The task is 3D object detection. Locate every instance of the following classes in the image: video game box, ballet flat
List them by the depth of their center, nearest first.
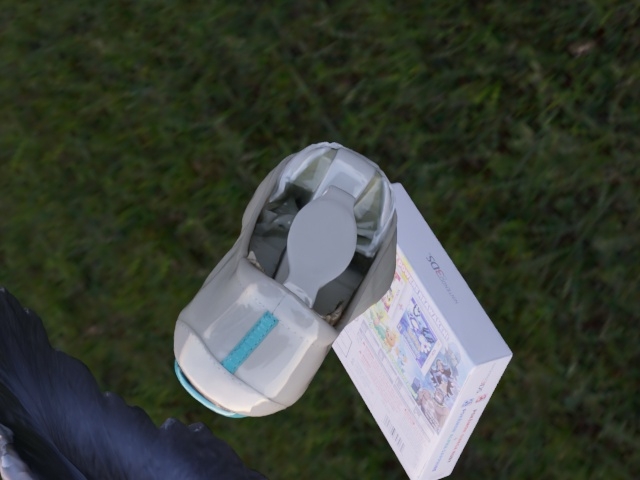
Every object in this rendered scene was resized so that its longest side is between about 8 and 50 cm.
[{"bbox_3d":[0.000,0.000,0.855,0.086,0.248,0.086,5,116,10],"label":"ballet flat"},{"bbox_3d":[0.077,0.083,1.585,0.205,0.048,0.187,59,150,30],"label":"video game box"}]

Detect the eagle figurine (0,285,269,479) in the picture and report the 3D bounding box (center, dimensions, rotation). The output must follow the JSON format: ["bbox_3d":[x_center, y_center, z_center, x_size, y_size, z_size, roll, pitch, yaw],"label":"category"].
[{"bbox_3d":[0.000,0.141,0.442,0.225,0.298,0.226,-56,46,28],"label":"eagle figurine"}]
